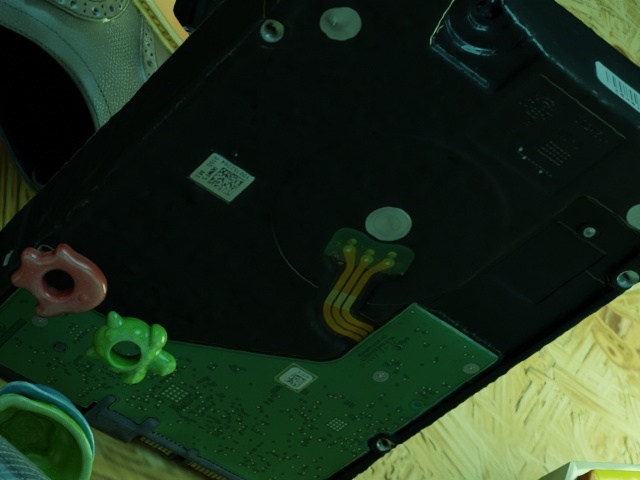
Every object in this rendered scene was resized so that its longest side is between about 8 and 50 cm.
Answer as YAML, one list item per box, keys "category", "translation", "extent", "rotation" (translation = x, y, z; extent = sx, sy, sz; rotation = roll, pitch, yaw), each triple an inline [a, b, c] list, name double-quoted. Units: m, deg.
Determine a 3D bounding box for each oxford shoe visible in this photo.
- category: "oxford shoe"
  translation: [-0.101, -0.043, 0.838]
  extent: [0.364, 0.130, 0.133]
  rotation: [50, 50, -27]

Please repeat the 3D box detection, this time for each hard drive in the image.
- category: "hard drive"
  translation: [0.000, 0.000, 0.732]
  extent: [0.237, 0.339, 0.064]
  rotation: [32, 37, -24]

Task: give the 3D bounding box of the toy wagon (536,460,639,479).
- category: "toy wagon"
  translation: [0.243, 0.311, 0.959]
  extent: [0.267, 0.068, 0.344]
  rotation: [10, 51, -43]

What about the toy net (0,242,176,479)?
- category: "toy net"
  translation: [-0.185, 0.030, 0.686]
  extent: [0.232, 0.122, 0.045]
  rotation: [39, 21, -21]

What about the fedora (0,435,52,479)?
- category: "fedora"
  translation: [-0.210, 0.158, 0.537]
  extent: [0.275, 0.124, 0.244]
  rotation: [32, 36, -12]

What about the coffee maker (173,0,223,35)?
- category: "coffee maker"
  translation: [-0.089, -0.142, 0.977]
  extent: [0.171, 0.120, 0.178]
  rotation: [16, 41, -7]
